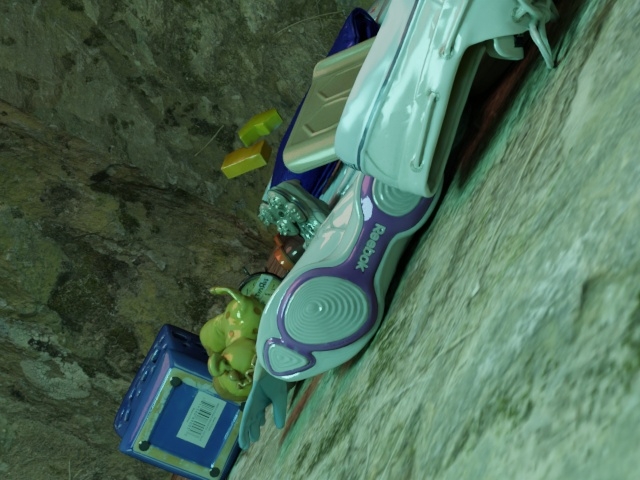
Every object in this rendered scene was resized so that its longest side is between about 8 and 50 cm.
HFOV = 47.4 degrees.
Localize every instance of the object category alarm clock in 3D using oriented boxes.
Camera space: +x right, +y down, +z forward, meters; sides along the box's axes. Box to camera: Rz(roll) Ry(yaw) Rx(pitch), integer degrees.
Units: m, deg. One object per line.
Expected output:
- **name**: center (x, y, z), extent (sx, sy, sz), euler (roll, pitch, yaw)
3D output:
- **alarm clock**: center (-0.131, 0.155, 1.645), extent (0.064, 0.129, 0.192), euler (-147, 63, -86)

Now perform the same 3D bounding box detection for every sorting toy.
- **sorting toy**: center (0.027, -0.169, 0.915), extent (0.307, 0.041, 0.229), euler (-18, 37, 26)

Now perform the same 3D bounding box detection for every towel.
- **towel**: center (0.010, -0.187, 1.164), extent (0.308, 0.076, 0.227), euler (125, 161, -45)

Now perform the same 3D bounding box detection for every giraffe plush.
- **giraffe plush**: center (-0.114, 0.185, 1.169), extent (0.170, 0.181, 0.210), euler (-87, 4, -47)

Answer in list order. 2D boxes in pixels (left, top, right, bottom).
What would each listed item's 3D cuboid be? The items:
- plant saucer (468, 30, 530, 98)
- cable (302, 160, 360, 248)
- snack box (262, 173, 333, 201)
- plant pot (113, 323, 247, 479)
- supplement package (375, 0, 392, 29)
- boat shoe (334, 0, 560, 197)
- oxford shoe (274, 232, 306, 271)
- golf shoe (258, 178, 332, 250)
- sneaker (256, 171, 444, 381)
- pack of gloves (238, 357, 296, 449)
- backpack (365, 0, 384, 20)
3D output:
- **plant saucer**: center (0.220, -0.280, 0.846), extent (0.278, 0.041, 0.278), euler (-62, 6, 12)
- **cable**: center (0.063, -0.079, 1.096), extent (0.257, 0.089, 0.257), euler (-62, 6, 14)
- **snack box**: center (-0.020, -0.098, 1.499), extent (0.070, 0.174, 0.207), euler (-63, 5, 15)
- **plant pot**: center (-0.241, 0.317, 1.381), extent (0.236, 0.236, 0.212), euler (-64, 12, -3)
- **supplement package**: center (0.188, -0.385, 1.116), extent (0.134, 0.139, 0.244), euler (-67, 8, -26)
- **boat shoe**: center (0.146, -0.200, 0.653), extent (0.136, 0.156, 0.367), euler (-20, -43, -62)
- **oxford shoe**: center (-0.052, 0.009, 1.846), extent (0.098, 0.097, 0.271), euler (-42, 14, 8)
- **golf shoe**: center (0.008, -0.015, 0.949), extent (0.069, 0.176, 0.086), euler (-42, 4, 41)
- **sneaker**: center (0.039, 0.028, 0.834), extent (0.305, 0.114, 0.152), euler (-55, -1, -2)
- **pack of gloves**: center (-0.033, 0.161, 0.963), extent (0.195, 0.046, 0.232), euler (-41, -28, -58)
- **backpack**: center (0.162, -0.415, 1.405), extent (0.166, 0.144, 0.188), euler (-37, 11, 25)
